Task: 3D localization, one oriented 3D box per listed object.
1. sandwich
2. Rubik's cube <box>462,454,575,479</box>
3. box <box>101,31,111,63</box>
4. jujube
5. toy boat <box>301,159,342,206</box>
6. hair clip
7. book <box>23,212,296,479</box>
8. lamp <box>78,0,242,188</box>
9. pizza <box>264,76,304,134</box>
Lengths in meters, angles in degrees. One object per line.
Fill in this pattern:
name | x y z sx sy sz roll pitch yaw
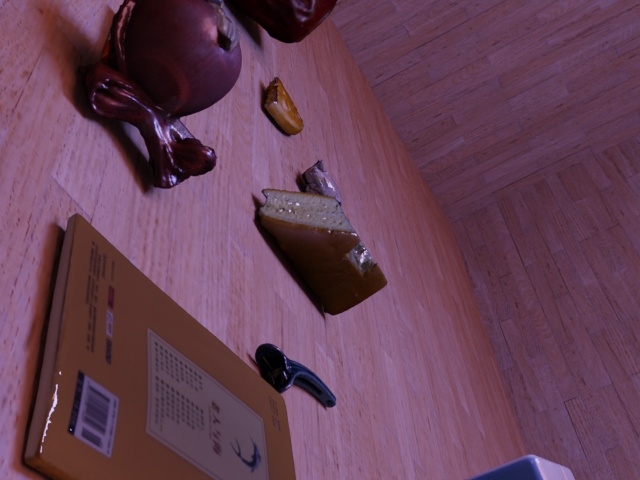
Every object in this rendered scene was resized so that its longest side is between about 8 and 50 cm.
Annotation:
sandwich | 0.000 0.000 1.368 0.236 0.128 0.122 54 10 -36
Rubik's cube | 0.215 0.459 0.999 0.291 0.290 0.292 35 31 -62
box | -0.242 -0.253 1.105 0.100 0.048 0.152 51 19 -33
jujube | -0.112 -0.603 1.796 0.376 0.258 0.258 30 34 -44
toy boat | 0.024 -0.067 1.681 0.210 0.066 0.084 61 16 -15
hair clip | -0.023 0.195 1.120 0.229 0.039 0.070 38 28 -62
book | -0.129 0.178 0.793 0.389 0.032 0.269 51 20 -39
lamp | -0.178 -0.203 0.991 0.215 0.223 0.151 46 1 -25
pizza | -0.085 -0.287 1.723 0.131 0.041 0.178 68 15 4
